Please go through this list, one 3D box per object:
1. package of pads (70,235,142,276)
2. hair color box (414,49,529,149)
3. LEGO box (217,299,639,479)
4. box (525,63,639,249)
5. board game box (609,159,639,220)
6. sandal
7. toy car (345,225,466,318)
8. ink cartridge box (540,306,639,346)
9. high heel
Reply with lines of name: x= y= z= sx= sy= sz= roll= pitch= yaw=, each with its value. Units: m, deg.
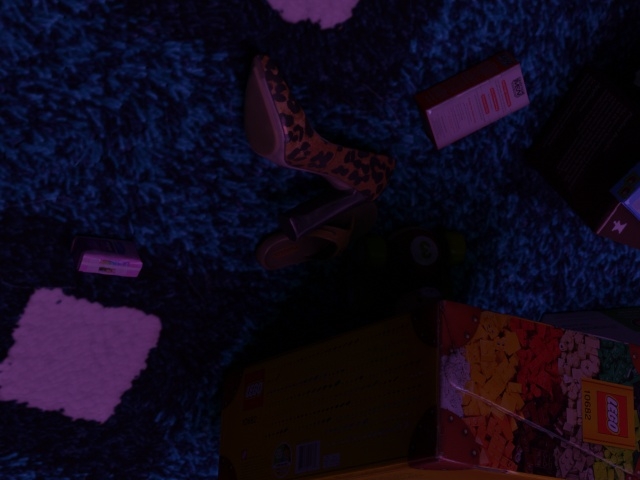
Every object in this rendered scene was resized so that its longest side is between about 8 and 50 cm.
package of pads: x=-0.273 y=0.020 z=1.675 sx=0.083 sy=0.050 sz=0.032 roll=7 pitch=118 yaw=-29
hair color box: x=0.202 y=-0.187 z=1.749 sx=0.141 sy=0.043 sz=0.072 roll=-26 pitch=130 yaw=-4
LEGO box: x=0.146 y=0.252 z=1.764 sx=0.372 sy=0.193 sz=0.500 roll=14 pitch=158 yaw=-32
box: x=0.427 y=-0.107 z=1.806 sx=0.167 sy=0.203 sz=0.168 roll=18 pitch=115 yaw=-34
board game box: x=0.494 y=-0.092 z=1.688 sx=0.211 sy=0.039 sz=0.160 roll=-44 pitch=130 yaw=10
sandal: x=0.000 y=0.000 z=1.788 sx=0.180 sy=0.049 sz=0.072 roll=-23 pitch=130 yaw=-8
toy car: x=0.145 y=0.084 z=1.823 sx=0.155 sy=0.188 sz=0.149 roll=-3 pitch=124 yaw=-23
ink cartridge box: x=0.482 y=0.237 z=2.023 sx=0.211 sy=0.289 sz=0.122 roll=-3 pitch=125 yaw=-23
high heel: x=0.003 y=-0.148 z=1.680 sx=0.186 sy=0.093 sz=0.261 roll=-31 pitch=124 yaw=-25
